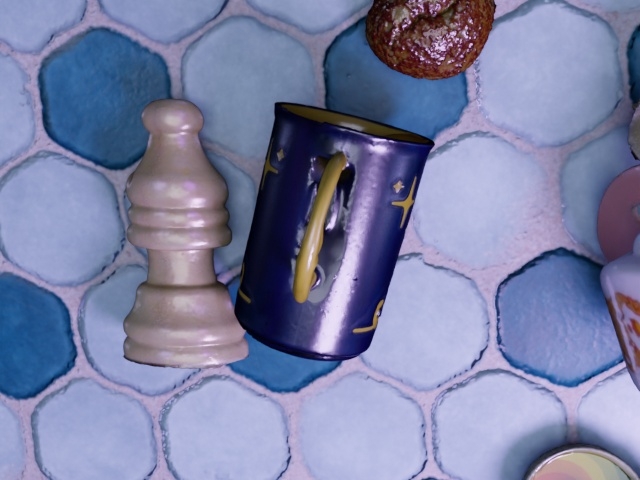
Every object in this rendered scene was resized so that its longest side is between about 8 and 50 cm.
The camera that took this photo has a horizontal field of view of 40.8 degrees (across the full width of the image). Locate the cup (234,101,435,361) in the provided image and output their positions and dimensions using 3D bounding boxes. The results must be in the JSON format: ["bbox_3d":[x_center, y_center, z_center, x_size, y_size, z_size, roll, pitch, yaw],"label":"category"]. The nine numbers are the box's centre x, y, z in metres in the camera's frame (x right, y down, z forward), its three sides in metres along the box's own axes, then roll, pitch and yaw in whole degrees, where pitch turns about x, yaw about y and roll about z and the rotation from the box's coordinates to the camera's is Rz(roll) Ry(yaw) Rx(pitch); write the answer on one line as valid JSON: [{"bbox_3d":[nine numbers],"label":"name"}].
[{"bbox_3d":[-0.015,-0.007,0.926,0.178,0.255,0.257,22,104,30],"label":"cup"}]

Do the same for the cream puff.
[{"bbox_3d":[0.121,-0.250,0.951,0.148,0.084,0.149,1,100,3],"label":"cream puff"}]

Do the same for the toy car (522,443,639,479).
[{"bbox_3d":[0.337,0.349,1.026,0.235,0.145,0.235,-1,84,9],"label":"toy car"}]

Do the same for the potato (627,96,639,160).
[{"bbox_3d":[0.441,-0.141,0.927,0.202,0.117,0.182,21,141,2],"label":"potato"}]

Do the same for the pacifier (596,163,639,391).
[{"bbox_3d":[0.417,0.065,0.922,0.220,0.273,0.332,-13,102,35],"label":"pacifier"}]

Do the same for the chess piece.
[{"bbox_3d":[-0.161,-0.012,1.014,0.138,0.124,0.308,5,99,35],"label":"chess piece"}]
